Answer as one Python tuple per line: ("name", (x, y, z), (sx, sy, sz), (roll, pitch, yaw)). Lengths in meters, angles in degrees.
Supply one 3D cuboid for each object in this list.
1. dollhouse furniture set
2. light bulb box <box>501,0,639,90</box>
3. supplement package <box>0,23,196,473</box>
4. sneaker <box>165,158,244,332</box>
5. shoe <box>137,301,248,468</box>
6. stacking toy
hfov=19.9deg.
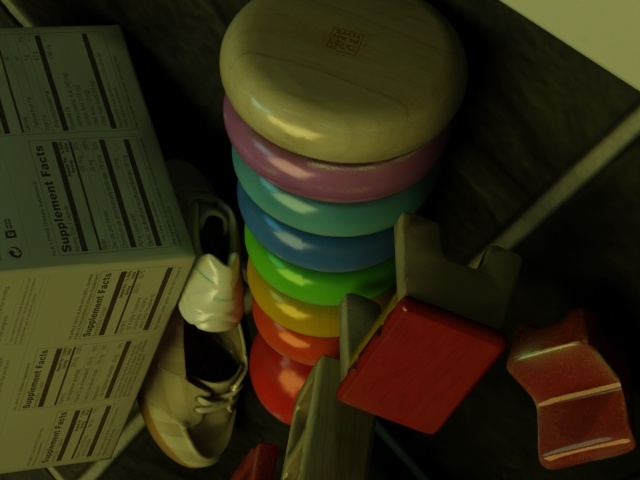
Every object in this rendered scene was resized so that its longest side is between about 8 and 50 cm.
("dollhouse furniture set", (0.063, 0.176, 1.118), (0.201, 0.152, 0.374), (20, 139, -11))
("light bulb box", (0.202, -0.210, 0.574), (0.358, 0.361, 0.225), (37, 137, 19))
("supplement package", (-0.210, 0.011, 1.266), (0.262, 0.145, 0.204), (117, 140, -48))
("sneaker", (-0.077, -0.010, 1.219), (0.152, 0.053, 0.061), (-114, 28, -44))
("shoe", (-0.094, 0.079, 1.320), (0.058, 0.076, 0.219), (20, 130, 41))
("stacking toy", (0.000, 0.000, 1.132), (0.141, 0.141, 0.330), (34, 143, 22))
